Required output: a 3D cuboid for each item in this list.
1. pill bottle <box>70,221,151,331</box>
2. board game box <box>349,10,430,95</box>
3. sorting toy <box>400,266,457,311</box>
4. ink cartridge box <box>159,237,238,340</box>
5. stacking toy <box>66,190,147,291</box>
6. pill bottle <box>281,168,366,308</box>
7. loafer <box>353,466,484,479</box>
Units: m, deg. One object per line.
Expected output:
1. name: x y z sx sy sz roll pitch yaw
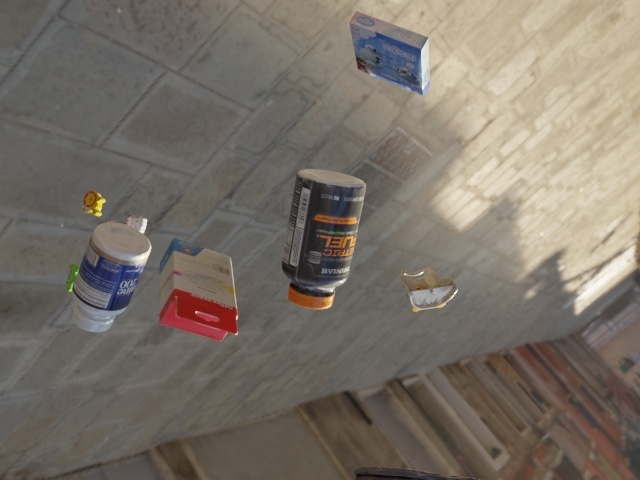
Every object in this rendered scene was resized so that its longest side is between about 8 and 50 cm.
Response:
1. pill bottle: -0.245 0.045 0.784 0.067 0.067 0.120 -8 132 -54
2. board game box: 0.080 -0.211 0.774 0.020 0.090 0.090 -58 161 -15
3. sorting toy: 0.164 0.071 1.093 0.083 0.075 0.045 -6 132 -16
4. ink cartridge box: -0.243 0.110 1.345 0.134 0.231 0.078 21 120 -26
5. stacking toy: -0.481 0.020 1.519 0.167 0.052 0.221 34 66 -62
6. pill bottle: 0.000 0.000 1.258 0.130 0.130 0.245 -10 115 -52
7. loafer: 0.195 0.471 1.237 0.302 0.095 0.109 17 156 -26
